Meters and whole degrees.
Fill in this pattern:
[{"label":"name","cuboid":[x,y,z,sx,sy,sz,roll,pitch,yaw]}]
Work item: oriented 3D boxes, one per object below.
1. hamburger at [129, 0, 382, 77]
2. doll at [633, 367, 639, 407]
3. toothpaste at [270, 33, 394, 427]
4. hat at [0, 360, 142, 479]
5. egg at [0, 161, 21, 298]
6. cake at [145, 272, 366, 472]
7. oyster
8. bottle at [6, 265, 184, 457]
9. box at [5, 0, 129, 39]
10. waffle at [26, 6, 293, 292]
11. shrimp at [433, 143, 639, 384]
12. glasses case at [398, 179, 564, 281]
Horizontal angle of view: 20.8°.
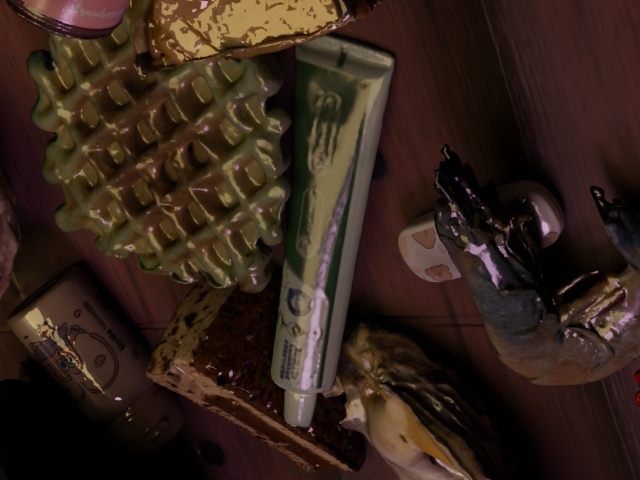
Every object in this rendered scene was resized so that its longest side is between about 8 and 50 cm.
[{"label":"hamburger","cuboid":[-0.067,-0.225,1.431,0.207,0.135,0.155,-20,103,24]},{"label":"doll","cuboid":[0.332,0.196,1.537,0.104,0.062,0.195,-13,106,38]},{"label":"toothpaste","cuboid":[0.000,0.000,1.600,0.098,0.061,0.392,18,116,23]},{"label":"hat","cuboid":[-0.257,0.303,1.855,0.366,0.381,0.257,35,109,12]},{"label":"egg","cuboid":[-0.445,-0.033,1.759,0.310,0.279,0.279,33,134,17]},{"label":"cake","cuboid":[-0.041,0.128,1.752,0.112,0.135,0.246,-6,148,47]},{"label":"oyster","cuboid":[0.129,0.216,1.654,0.275,0.100,0.271,21,134,43]},{"label":"bottle","cuboid":[-0.232,0.134,1.848,0.209,0.097,0.110,53,170,-11]},{"label":"box","cuboid":[-0.203,-0.258,1.490,0.151,0.151,0.135,36,119,7]},{"label":"waffle","cuboid":[-0.149,-0.098,1.621,0.309,0.056,0.292,19,120,32]},{"label":"shrimp","cuboid":[0.201,0.021,1.459,0.178,0.075,0.289,-18,122,18]},{"label":"glasses case","cuboid":[0.139,-0.007,1.532,0.164,0.041,0.063,-19,112,39]}]
